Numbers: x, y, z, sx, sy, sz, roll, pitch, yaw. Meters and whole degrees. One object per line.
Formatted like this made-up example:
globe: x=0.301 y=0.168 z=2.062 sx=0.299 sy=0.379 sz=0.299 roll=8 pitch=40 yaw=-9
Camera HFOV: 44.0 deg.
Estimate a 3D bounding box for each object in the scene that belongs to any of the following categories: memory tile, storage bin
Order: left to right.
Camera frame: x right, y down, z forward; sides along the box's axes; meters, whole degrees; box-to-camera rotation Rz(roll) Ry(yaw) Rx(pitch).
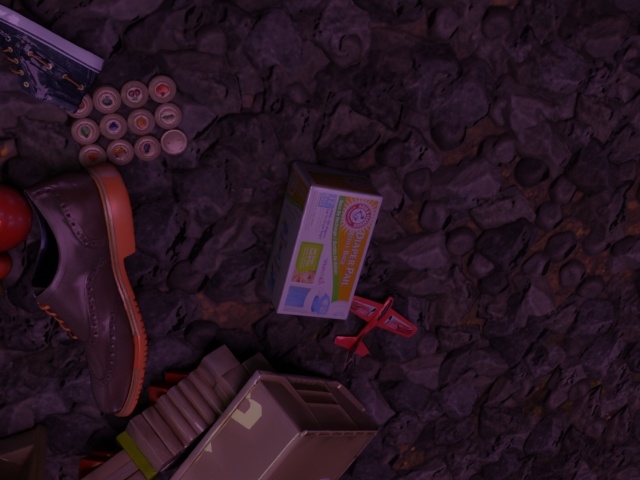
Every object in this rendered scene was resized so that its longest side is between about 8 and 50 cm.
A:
memory tile: x=-0.257 y=-0.156 z=1.054 sx=0.147 sy=0.012 sz=0.113 roll=-13 pitch=118 yaw=-11
storage bin: x=-0.068 y=0.349 z=1.246 sx=0.262 sy=0.123 sz=0.260 roll=-52 pitch=148 yaw=11

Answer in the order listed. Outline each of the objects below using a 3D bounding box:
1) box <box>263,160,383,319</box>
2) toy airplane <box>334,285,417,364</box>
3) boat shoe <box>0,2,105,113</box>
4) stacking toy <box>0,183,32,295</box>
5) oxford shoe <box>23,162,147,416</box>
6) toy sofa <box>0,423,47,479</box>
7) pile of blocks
box: x=0.000 y=0.000 z=1.157 sx=0.114 sy=0.103 sz=0.203 roll=7 pitch=113 yaw=-20
toy airplane: x=0.082 y=0.139 z=1.293 sx=0.151 sy=0.028 sz=0.151 roll=-6 pitch=116 yaw=-13
boat shoe: x=-0.359 y=-0.225 z=0.953 sx=0.183 sy=0.065 sz=0.083 roll=26 pitch=96 yaw=-28
stacking toy: x=-0.478 y=0.076 z=1.037 sx=0.141 sy=0.141 sz=0.330 roll=23 pitch=102 yaw=-25
oxford shoe: x=-0.322 y=0.081 z=1.069 sx=0.132 sy=0.130 sz=0.364 roll=-15 pitch=111 yaw=-33
toy sofa: x=-0.584 y=0.319 z=1.107 sx=0.362 sy=0.150 sz=0.177 roll=27 pitch=104 yaw=-26
pile of blocks: x=-0.240 y=0.283 z=1.237 sx=0.362 sy=0.149 sz=0.113 roll=-40 pitch=77 yaw=-6
